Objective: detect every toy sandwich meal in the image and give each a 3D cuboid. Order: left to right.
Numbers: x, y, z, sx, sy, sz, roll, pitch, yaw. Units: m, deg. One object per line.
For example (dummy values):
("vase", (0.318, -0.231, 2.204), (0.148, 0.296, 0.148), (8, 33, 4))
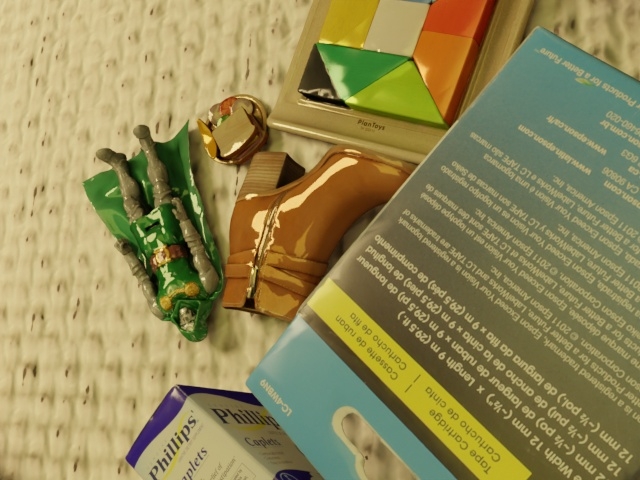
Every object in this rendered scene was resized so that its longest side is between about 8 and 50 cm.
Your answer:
("toy sandwich meal", (-0.090, -0.114, 0.737), (0.086, 0.029, 0.085), (-8, 71, 24))

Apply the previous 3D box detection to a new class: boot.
("boot", (0.000, 0.000, 0.635), (0.197, 0.073, 0.152), (2, 74, 39))

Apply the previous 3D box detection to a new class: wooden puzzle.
("wooden puzzle", (0.074, -0.193, 0.671), (0.221, 0.044, 0.238), (18, 83, 30))

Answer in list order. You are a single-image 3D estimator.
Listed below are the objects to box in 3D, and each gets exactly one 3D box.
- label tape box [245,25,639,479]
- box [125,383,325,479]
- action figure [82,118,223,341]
("label tape box", (0.148, 0.059, 0.519), (0.249, 0.115, 0.347), (43, 98, 30))
("box", (-0.056, 0.182, 0.572), (0.137, 0.126, 0.072), (33, 92, 30))
("action figure", (-0.156, -0.004, 0.722), (0.137, 0.063, 0.232), (-31, 67, 11))
